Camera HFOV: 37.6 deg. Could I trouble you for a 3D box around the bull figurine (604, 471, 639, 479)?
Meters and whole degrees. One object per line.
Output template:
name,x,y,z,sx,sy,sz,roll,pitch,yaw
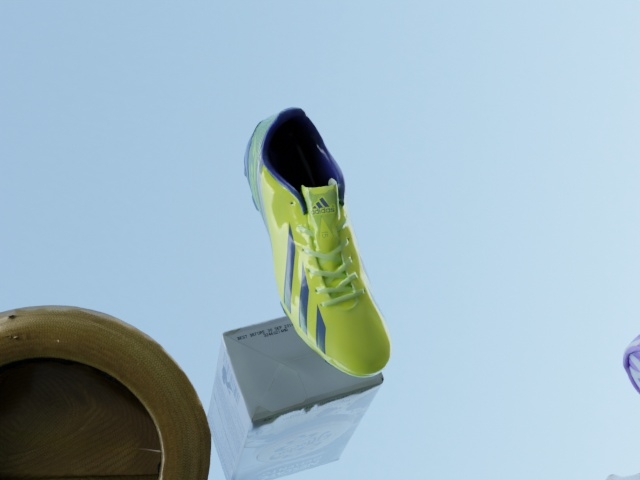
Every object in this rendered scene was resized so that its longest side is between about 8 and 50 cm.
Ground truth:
bull figurine,0.315,0.317,0.730,0.188,0.310,0.101,-27,-30,-25

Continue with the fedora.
fedora,-0.163,0.131,0.599,0.194,0.079,0.194,0,-94,2

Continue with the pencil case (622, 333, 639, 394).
pencil case,0.310,0.043,0.689,0.206,0.088,0.086,-45,-39,-18

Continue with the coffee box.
coffee box,-0.043,0.207,1.202,0.168,0.118,0.297,-14,-26,-17

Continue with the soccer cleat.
soccer cleat,-0.001,0.000,0.951,0.093,0.121,0.289,-16,-105,-26
